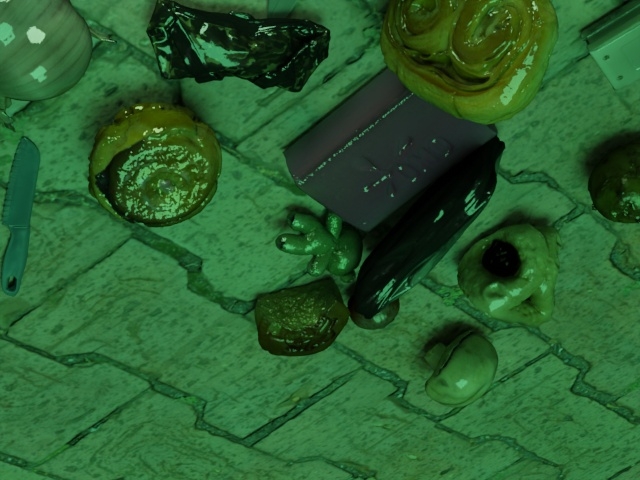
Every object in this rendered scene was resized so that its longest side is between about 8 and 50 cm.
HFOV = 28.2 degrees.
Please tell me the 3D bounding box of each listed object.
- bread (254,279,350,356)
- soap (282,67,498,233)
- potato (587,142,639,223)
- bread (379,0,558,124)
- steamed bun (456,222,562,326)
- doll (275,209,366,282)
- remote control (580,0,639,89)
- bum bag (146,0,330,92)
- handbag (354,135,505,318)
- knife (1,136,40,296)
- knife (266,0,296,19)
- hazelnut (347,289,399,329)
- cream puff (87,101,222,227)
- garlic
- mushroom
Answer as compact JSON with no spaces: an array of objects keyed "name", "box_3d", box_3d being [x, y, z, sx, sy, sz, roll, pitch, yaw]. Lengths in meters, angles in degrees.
[{"name":"bread","box_3d":[-0.028,0.133,2.083,0.156,0.086,0.125,-16,141,0]},{"name":"soap","box_3d":[0.102,-0.140,1.824,0.259,0.081,0.181,-36,136,21]},{"name":"potato","box_3d":[0.494,-0.086,1.996,0.137,0.137,0.176,-42,155,26]},{"name":"bread","box_3d":[0.189,-0.257,1.614,0.120,0.236,0.198,-3,123,-53]},{"name":"steamed bun","box_3d":[0.325,0.042,2.082,0.172,0.141,0.155,13,118,-35]},{"name":"doll","box_3d":[0.000,0.000,1.963,0.150,0.077,0.115,23,84,-34]},{"name":"remote control","box_3d":[0.507,-0.323,1.781,0.277,0.055,0.103,-31,138,17]},{"name":"bum bag","box_3d":[-0.105,-0.246,1.641,0.248,0.069,0.102,7,140,-19]},{"name":"handbag","box_3d":[0.160,-0.017,1.912,0.075,0.191,0.332,36,121,-8]},{"name":"knife","box_3d":[-0.431,-0.029,1.816,0.044,0.019,0.313,4,134,-19]},{"name":"knife","box_3d":[-0.041,-0.353,1.579,0.058,0.032,0.244,-17,145,-13]},{"name":"hazelnut","box_3d":[0.088,0.108,2.104,0.086,0.086,0.086,-10,139,-9]},{"name":"cream puff","box_3d":[-0.225,-0.103,1.714,0.189,0.129,0.189,-9,127,-12]},{"name":"garlic","box_3d":[-0.358,-0.222,1.509,0.207,0.207,0.257,-29,162,13]},{"name":"mushroom","box_3d":[0.243,0.229,2.271,0.154,0.122,0.154,-46,160,-23]}]
